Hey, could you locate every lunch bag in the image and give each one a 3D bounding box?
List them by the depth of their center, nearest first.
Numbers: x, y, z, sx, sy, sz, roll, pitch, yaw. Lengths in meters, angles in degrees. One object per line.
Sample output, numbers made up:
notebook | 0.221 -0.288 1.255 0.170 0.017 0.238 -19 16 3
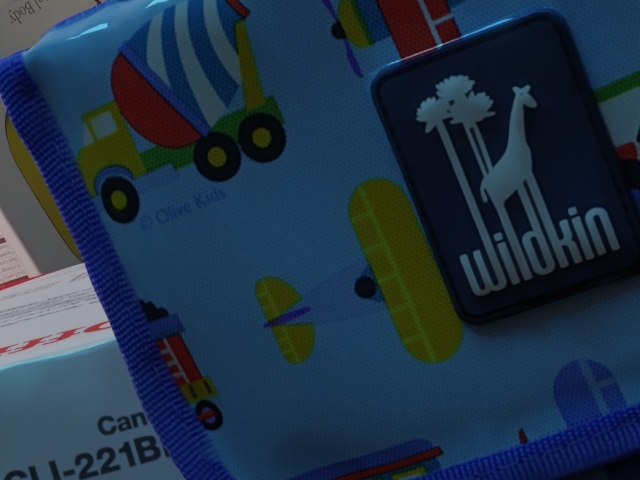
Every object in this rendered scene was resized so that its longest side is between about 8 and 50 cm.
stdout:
lunch bag | 0.076 0.010 0.449 0.221 0.293 0.138 -23 17 23

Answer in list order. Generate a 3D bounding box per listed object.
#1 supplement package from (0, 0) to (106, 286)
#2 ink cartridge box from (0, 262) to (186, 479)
supplement package | -0.238 -0.062 1.268 0.198 0.263 0.199 -16 21 37
ink cartridge box | -0.104 0.081 0.656 0.197 0.114 0.273 -15 5 6
